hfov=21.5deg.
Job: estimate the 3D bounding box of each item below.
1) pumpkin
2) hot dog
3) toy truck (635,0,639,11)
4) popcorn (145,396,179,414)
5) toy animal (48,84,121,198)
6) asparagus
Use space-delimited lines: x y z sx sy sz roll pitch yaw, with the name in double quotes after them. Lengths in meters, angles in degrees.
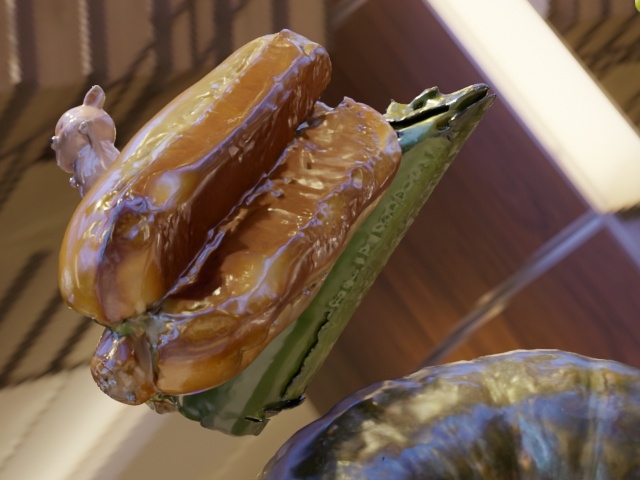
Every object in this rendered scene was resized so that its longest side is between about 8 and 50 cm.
0.066 0.199 0.932 0.325 0.232 0.242 -56 -23 -32 "pumpkin"
-0.055 -0.013 0.947 0.100 0.135 0.337 -35 10 32 "hot dog"
0.239 -0.137 0.973 0.076 0.111 0.077 -66 7 -27 "toy truck"
-0.151 0.129 1.715 0.121 0.116 0.106 -11 -36 -56 "popcorn"
-0.254 -0.092 1.907 0.083 0.150 0.089 -32 -22 30 "toy animal"
0.000 0.000 1.395 0.108 0.128 0.382 7 -56 -48 "asparagus"
